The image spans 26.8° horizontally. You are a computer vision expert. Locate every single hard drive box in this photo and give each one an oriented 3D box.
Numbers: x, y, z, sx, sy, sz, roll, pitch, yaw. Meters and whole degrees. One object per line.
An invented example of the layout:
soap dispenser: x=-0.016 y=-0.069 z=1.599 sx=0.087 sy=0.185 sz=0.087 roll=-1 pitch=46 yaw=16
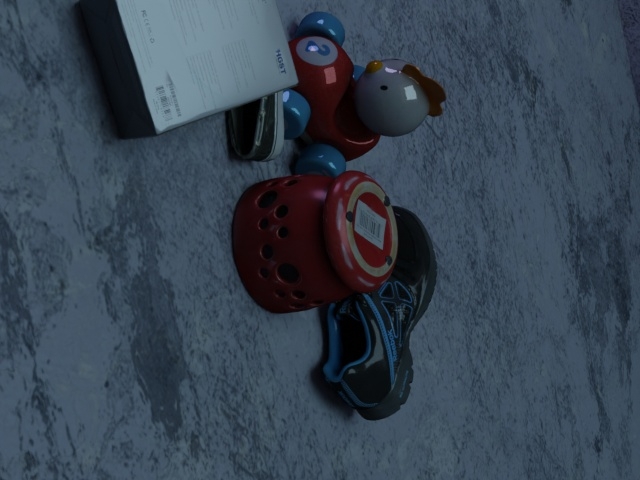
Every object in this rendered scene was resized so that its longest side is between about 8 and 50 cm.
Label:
hard drive box: x=-0.159 y=-0.245 z=1.677 sx=0.232 sy=0.089 sz=0.181 roll=-24 pitch=104 yaw=-36

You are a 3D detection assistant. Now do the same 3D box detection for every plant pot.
plant pot: x=0.000 y=0.000 z=1.854 sx=0.191 sy=0.174 sz=0.191 roll=15 pitch=71 yaw=-54

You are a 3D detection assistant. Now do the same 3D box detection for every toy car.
toy car: x=0.068 y=-0.219 z=1.953 sx=0.210 sy=0.238 sz=0.219 roll=55 pitch=40 yaw=-34

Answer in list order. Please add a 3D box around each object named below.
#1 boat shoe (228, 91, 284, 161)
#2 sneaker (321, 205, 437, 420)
boat shoe: x=-0.094 y=-0.218 z=1.851 sx=0.070 sy=0.077 sz=0.219 roll=-2 pitch=85 yaw=-58
sneaker: x=0.085 y=0.088 z=2.004 sx=0.139 sy=0.125 sz=0.341 roll=37 pitch=51 yaw=-45
